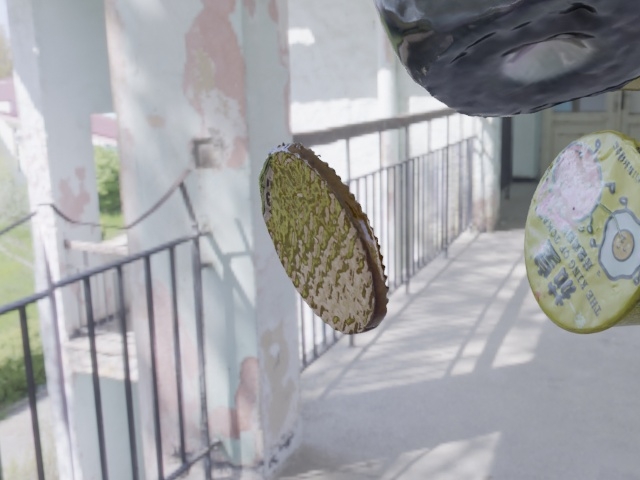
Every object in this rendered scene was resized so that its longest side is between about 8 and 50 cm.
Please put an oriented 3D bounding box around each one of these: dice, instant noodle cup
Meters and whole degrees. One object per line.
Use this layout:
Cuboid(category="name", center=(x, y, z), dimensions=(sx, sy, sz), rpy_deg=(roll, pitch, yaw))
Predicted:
Cuboid(category="dice", center=(0.147, -0.204, 0.556), dimensions=(0.182, 0.183, 0.181), rpy_deg=(-18, -18, 30))
Cuboid(category="instant noodle cup", center=(0.530, 0.000, 1.261), dimensions=(0.254, 0.325, 0.325), rpy_deg=(7, 9, -20))

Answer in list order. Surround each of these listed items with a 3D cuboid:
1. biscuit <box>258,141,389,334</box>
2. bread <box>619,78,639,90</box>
Cuboid(category="biscuit", center=(0.000, 0.000, 1.187), dimensions=(0.040, 0.317, 0.318), rpy_deg=(-26, 22, -24))
Cuboid(category="bread", center=(0.341, -0.211, 0.753), dimensions=(0.178, 0.139, 0.060), rpy_deg=(-3, 23, -8))
